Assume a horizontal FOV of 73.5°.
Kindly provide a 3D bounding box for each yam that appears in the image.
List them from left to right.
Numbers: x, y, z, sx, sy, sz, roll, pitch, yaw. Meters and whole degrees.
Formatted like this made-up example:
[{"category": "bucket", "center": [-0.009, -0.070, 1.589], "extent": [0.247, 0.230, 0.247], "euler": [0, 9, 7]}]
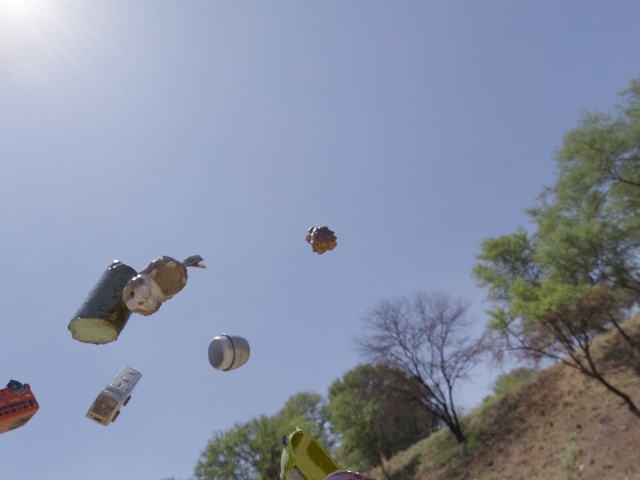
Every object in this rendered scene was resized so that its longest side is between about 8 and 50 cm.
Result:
[{"category": "yam", "center": [-0.719, 0.206, 1.479], "extent": [0.168, 0.304, 0.167], "euler": [4, -50, 5]}]

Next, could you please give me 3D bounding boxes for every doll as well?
[{"category": "doll", "center": [-0.406, 0.098, 1.106], "extent": [0.221, 0.115, 0.105], "euler": [-45, -71, -26]}]

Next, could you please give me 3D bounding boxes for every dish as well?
[{"category": "dish", "center": [-0.032, 0.671, 1.205], "extent": [0.108, 0.262, 0.221], "euler": [-45, -18, 2]}]

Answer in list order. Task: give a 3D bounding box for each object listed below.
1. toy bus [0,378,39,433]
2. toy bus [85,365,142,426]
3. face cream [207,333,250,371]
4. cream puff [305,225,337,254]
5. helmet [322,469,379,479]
[{"category": "toy bus", "center": [-1.161, 0.600, 1.460], "extent": [0.143, 0.153, 0.329], "euler": [-46, -16, 6]}, {"category": "toy bus", "center": [-0.676, 0.509, 1.421], "extent": [0.092, 0.268, 0.106], "euler": [30, -92, -8]}, {"category": "face cream", "center": [-0.292, 0.356, 1.366], "extent": [0.104, 0.117, 0.117], "euler": [7, -47, -48]}, {"category": "cream puff", "center": [0.000, 0.000, 1.643], "extent": [0.122, 0.116, 0.094], "euler": [38, -41, -5]}, {"category": "helmet", "center": [0.068, 0.574, 0.651], "extent": [0.230, 0.337, 0.385], "euler": [-38, -8, -47]}]
